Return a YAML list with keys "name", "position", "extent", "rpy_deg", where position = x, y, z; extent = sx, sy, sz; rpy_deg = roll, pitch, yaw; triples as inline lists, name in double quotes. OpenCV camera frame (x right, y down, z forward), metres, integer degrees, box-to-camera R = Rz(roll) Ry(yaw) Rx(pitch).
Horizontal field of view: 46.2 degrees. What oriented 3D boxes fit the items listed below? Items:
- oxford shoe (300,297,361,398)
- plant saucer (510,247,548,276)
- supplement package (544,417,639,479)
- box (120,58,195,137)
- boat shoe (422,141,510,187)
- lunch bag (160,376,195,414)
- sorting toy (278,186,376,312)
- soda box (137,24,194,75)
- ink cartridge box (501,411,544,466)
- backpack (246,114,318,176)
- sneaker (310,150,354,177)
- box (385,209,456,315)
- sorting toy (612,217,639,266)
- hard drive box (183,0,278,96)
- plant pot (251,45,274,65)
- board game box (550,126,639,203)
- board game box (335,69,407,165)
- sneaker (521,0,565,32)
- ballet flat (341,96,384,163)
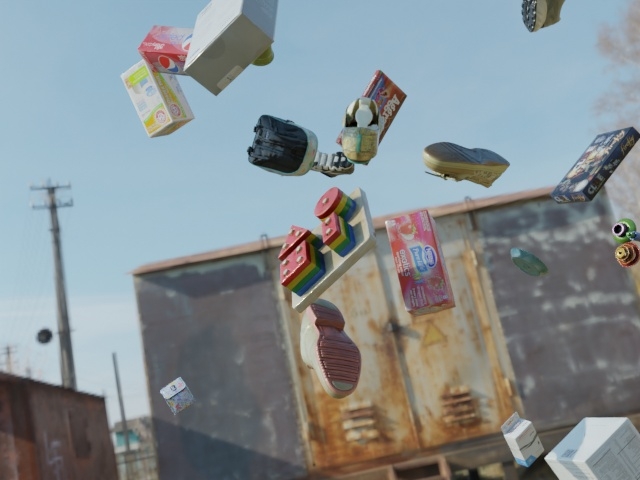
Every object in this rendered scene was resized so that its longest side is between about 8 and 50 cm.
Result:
- name: "oxford shoe"
  position: [0.021, 0.340, 2.208]
  extent: [0.140, 0.397, 0.147]
  rpy_deg: [17, -63, -17]
- name: "plant saucer"
  position: [0.574, 0.066, 2.079]
  extent: [0.021, 0.119, 0.119]
  rpy_deg: [-52, -8, -12]
- name: "supplement package"
  position: [0.832, 0.672, 2.151]
  extent: [0.198, 0.263, 0.199]
  rpy_deg: [-35, -1, -21]
- name: "box"
  position: [-0.473, -0.417, 2.191]
  extent: [0.114, 0.203, 0.103]
  rpy_deg: [-23, 1, 33]
- name: "boat shoe"
  position: [0.340, -0.168, 1.777]
  extent: [0.285, 0.104, 0.089]
  rpy_deg: [2, -55, -40]
- name: "lunch bag"
  position: [-0.400, 0.434, 2.101]
  extent: [0.071, 0.083, 0.053]
  rpy_deg: [-30, -9, -16]
- name: "sorting toy"
  position: [0.000, 0.000, 1.790]
  extent: [0.089, 0.255, 0.257]
  rpy_deg: [37, -68, -22]
- name: "soda box"
  position: [-0.324, -0.465, 1.853]
  extent: [0.263, 0.092, 0.083]
  rpy_deg: [14, -24, 33]
- name: "ink cartridge box"
  position: [0.357, 0.351, 1.327]
  extent: [0.048, 0.083, 0.028]
  rpy_deg: [-37, 19, -25]
- name: "backpack"
  position: [-0.101, -0.272, 2.234]
  extent: [0.188, 0.166, 0.144]
  rpy_deg: [19, 2, 29]
- name: "sneaker"
  position: [0.010, -0.251, 2.482]
  extent: [0.234, 0.078, 0.106]
  rpy_deg: [7, -21, 20]
- name: "box"
  position: [0.267, 0.063, 2.002]
  extent: [0.122, 0.257, 0.128]
  rpy_deg: [-16, -17, 14]
- name: "sorting toy"
  position: [0.584, 0.000, 1.444]
  extent: [0.042, 0.102, 0.061]
  rpy_deg: [12, -31, -31]
- name: "hard drive box"
  position: [-0.179, -0.437, 1.541]
  extent: [0.181, 0.232, 0.089]
  rpy_deg: [-35, -56, 30]
- name: "plant pot"
  position: [-0.162, -0.527, 2.022]
  extent: [0.083, 0.083, 0.079]
  rpy_deg: [-9, -27, -15]
- name: "board game box"
  position: [0.774, -0.209, 2.122]
  extent: [0.243, 0.042, 0.165]
  rpy_deg: [-50, 10, -10]
- name: "board game box"
  position: [0.170, -0.403, 2.474]
  extent: [0.145, 0.281, 0.027]
  rpy_deg: [35, -10, -35]
- name: "sneaker"
  position: [0.603, -0.684, 1.979]
  extent: [0.108, 0.100, 0.272]
  rpy_deg: [-14, -41, -7]
- name: "ballet flat"
  position: [0.115, -0.325, 2.042]
  extent: [0.123, 0.123, 0.348]
  rpy_deg: [-16, 28, 13]
